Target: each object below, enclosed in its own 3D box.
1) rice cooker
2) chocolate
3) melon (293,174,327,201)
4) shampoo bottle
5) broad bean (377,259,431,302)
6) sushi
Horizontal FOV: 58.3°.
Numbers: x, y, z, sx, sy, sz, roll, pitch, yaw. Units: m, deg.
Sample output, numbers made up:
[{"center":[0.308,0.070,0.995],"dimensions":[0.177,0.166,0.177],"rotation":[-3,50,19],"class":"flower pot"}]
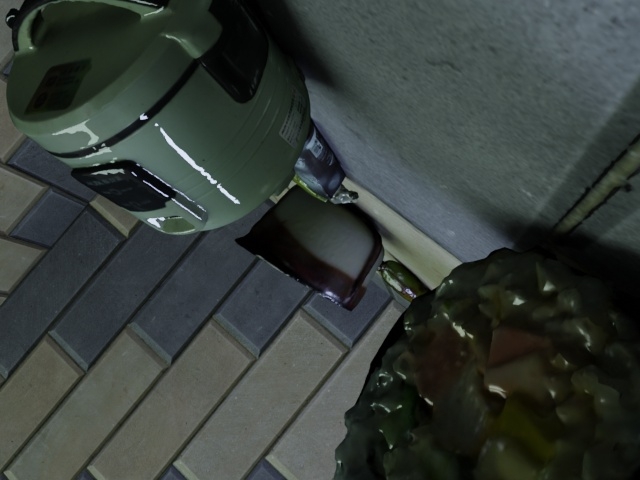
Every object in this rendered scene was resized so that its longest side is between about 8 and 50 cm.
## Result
[{"center":[-0.140,-0.136,0.513],"dimensions":[0.226,0.226,0.244],"rotation":[37,174,41],"class":"rice cooker"},{"center":[0.000,0.000,1.148],"dimensions":[0.284,0.186,0.283],"rotation":[30,176,2],"class":"chocolate"},{"center":[-0.037,-0.127,0.912],"dimensions":[0.118,0.064,0.209],"rotation":[31,175,39],"class":"melon"},{"center":[-0.001,-0.103,0.815],"dimensions":[0.064,0.057,0.208],"rotation":[34,176,27],"class":"shampoo bottle"},{"center":[0.241,0.137,1.404],"dimensions":[0.339,0.061,0.077],"rotation":[42,-176,-26],"class":"broad bean"},{"center":[0.199,0.203,0.479],"dimensions":[0.285,0.327,0.329],"rotation":[29,180,-24],"class":"sushi"}]
